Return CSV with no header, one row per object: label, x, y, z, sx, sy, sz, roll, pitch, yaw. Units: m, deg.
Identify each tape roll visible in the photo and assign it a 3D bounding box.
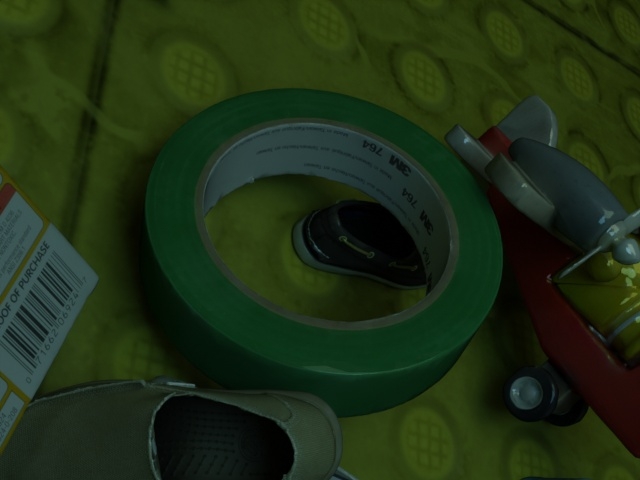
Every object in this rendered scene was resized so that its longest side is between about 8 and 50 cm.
tape roll,0.000,0.000,0.839,0.321,0.077,0.321,8,51,-10

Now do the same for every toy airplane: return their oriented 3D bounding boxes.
toy airplane,0.304,-0.003,1.046,0.384,0.272,0.386,56,26,-19

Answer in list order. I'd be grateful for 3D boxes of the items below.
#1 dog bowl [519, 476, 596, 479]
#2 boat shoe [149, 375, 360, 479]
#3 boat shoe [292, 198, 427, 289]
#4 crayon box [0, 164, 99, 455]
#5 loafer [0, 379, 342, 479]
dog bowl,0.324,0.349,1.029,0.297,0.074,0.166,19,58,-31
boat shoe,-0.036,0.187,0.756,0.267,0.096,0.088,19,39,7
boat shoe,0.080,0.003,1.001,0.227,0.068,0.081,6,65,-38
crayon box,-0.299,-0.001,0.591,0.323,0.083,0.203,59,38,-39
loafer,-0.120,0.143,0.659,0.268,0.092,0.102,-6,78,4
